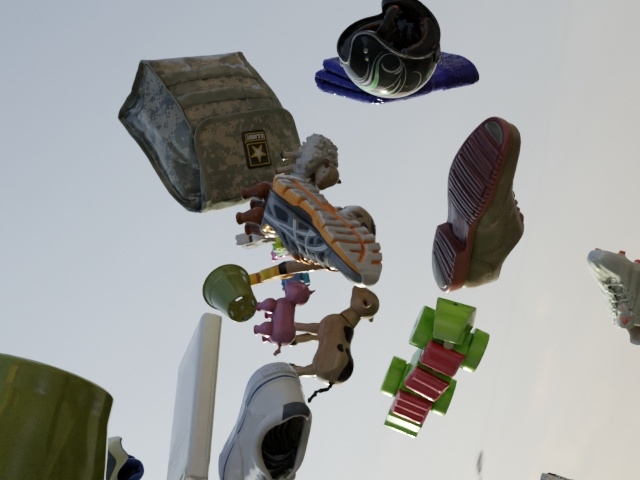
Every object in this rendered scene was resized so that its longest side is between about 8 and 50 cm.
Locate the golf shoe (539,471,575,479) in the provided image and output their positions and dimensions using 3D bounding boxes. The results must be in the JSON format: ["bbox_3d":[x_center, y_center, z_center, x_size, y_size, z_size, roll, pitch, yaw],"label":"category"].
[{"bbox_3d":[0.376,0.394,1.531,0.086,0.176,0.069,51,-133,-3],"label":"golf shoe"}]

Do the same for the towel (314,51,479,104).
[{"bbox_3d":[0.166,-0.368,2.157,0.308,0.227,0.076,-19,-63,-37],"label":"towel"}]

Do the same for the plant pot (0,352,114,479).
[{"bbox_3d":[-0.465,0.363,1.452,0.366,0.366,0.353,53,-133,-57],"label":"plant pot"}]

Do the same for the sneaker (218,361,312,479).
[{"bbox_3d":[-0.070,0.271,1.230,0.094,0.091,0.258,-4,-51,-19],"label":"sneaker"}]

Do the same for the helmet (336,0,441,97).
[{"bbox_3d":[0.116,-0.324,1.692,0.169,0.169,0.161,-61,4,-28],"label":"helmet"}]

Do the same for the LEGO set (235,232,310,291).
[{"bbox_3d":[-0.091,0.043,1.696,0.227,0.093,0.087,23,-126,-68],"label":"LEGO set"}]

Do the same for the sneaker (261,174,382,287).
[{"bbox_3d":[0.000,0.000,1.282,0.084,0.215,0.083,8,-62,-45],"label":"sneaker"}]

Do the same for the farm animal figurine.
[{"bbox_3d":[0.015,0.031,1.538,0.327,0.172,0.330,-61,-40,-58],"label":"farm animal figurine"}]

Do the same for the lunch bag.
[{"bbox_3d":[-0.174,-0.181,1.727,0.235,0.287,0.169,-15,-30,-43],"label":"lunch bag"}]

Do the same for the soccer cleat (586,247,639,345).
[{"bbox_3d":[0.412,0.076,1.340,0.196,0.068,0.076,40,-113,-42],"label":"soccer cleat"}]

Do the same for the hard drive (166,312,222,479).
[{"bbox_3d":[-0.220,0.306,1.701,0.203,0.040,0.308,119,159,-47],"label":"hard drive"}]

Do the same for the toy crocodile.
[{"bbox_3d":[0.168,0.207,1.544,0.105,0.115,0.341,-62,-4,-45],"label":"toy crocodile"}]

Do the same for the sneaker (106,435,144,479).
[{"bbox_3d":[-0.363,0.444,1.741,0.130,0.112,0.296,-20,-34,-10],"label":"sneaker"}]

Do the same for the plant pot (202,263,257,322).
[{"bbox_3d":[-0.136,0.091,1.578,0.083,0.079,0.083,-12,-62,-22],"label":"plant pot"}]

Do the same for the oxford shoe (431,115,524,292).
[{"bbox_3d":[0.286,-0.061,1.675,0.130,0.123,0.348,-3,-46,-18],"label":"oxford shoe"}]
